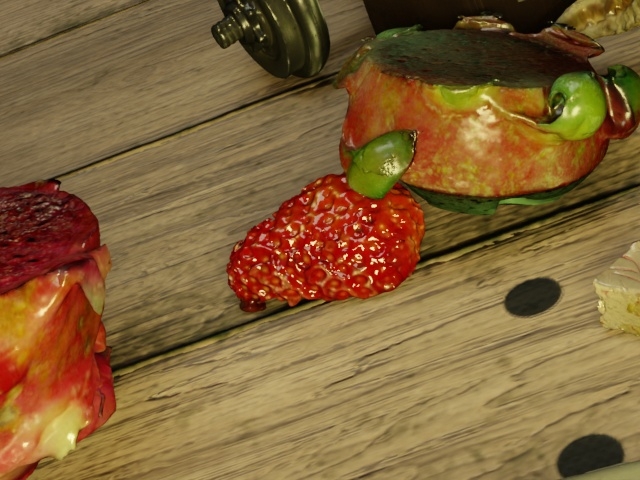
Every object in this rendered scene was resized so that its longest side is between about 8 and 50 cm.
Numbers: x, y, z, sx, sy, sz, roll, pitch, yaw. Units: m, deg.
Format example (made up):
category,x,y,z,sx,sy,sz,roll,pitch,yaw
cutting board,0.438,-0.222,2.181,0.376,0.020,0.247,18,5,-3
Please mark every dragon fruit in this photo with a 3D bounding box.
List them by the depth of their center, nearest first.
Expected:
category,x,y,z,sx,sy,sz,roll,pitch,yaw
dragon fruit,-0.331,0.104,1.269,0.386,0.249,0.371,0,23,27
dragon fruit,0.139,-0.112,1.334,0.268,0.130,0.295,-6,20,-23

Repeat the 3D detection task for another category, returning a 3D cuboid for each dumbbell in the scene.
category,x,y,z,sx,sy,sz,roll,pitch,yaw
dumbbell,0.001,-0.297,1.683,0.290,0.192,0.192,-35,34,-16

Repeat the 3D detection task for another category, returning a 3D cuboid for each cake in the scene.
category,x,y,z,sx,sy,sz,roll,pitch,yaw
cake,0.259,0.051,1.132,0.065,0.052,0.121,-29,33,-18

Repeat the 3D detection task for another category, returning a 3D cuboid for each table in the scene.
category,x,y,z,sx,sy,sz,roll,pitch,yaw
table,0.150,-0.280,1.554,0.172,0.193,0.169,15,49,45

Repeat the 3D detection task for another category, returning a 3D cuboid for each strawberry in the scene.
category,x,y,z,sx,sy,sz,roll,pitch,yaw
strawberry,0.000,0.000,1.350,0.188,0.082,0.121,-15,36,9

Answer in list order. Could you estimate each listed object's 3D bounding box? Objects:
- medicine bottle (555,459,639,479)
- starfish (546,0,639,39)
category,x,y,z,sx,sy,sz,roll,pitch,yaw
medicine bottle,0.107,0.256,0.859,0.375,0.123,0.282,-16,31,12
starfish,0.307,-0.261,1.307,0.082,0.324,0.432,-12,40,-21
